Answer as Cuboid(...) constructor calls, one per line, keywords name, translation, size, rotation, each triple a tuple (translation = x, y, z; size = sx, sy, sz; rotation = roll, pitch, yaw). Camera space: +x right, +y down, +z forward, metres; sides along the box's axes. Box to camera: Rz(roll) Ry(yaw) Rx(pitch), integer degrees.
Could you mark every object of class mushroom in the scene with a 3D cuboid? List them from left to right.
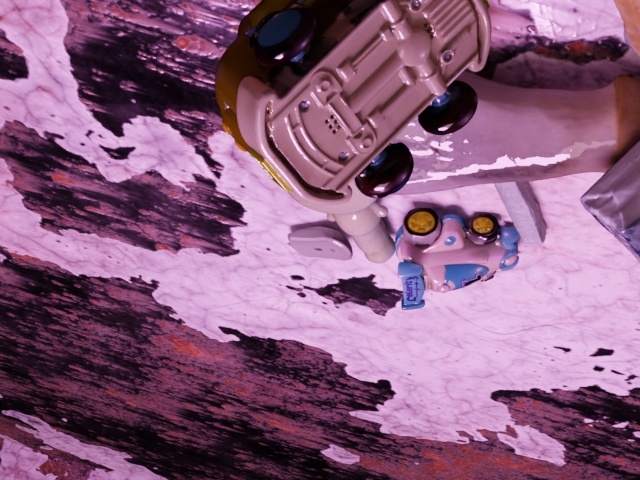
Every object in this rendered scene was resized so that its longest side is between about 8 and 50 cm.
Cuboid(name="mushroom", translation=(0.170, -0.116, 0.967), size=(0.329, 0.122, 0.159), rotation=(2, 156, 21))

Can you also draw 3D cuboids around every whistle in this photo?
Cuboid(name="whistle", translation=(0.031, -0.052, 1.186), size=(0.126, 0.067, 0.258), rotation=(-2, 147, 26))

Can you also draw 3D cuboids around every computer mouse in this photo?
Cuboid(name="computer mouse", translation=(0.000, 0.000, 1.315), size=(0.110, 0.032, 0.056), rotation=(3, 147, 39))

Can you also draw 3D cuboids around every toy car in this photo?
Cuboid(name="toy car", translation=(0.011, -0.172, 0.878), size=(0.198, 0.248, 0.204), rotation=(40, 173, 49))
Cuboid(name="toy car", translation=(0.173, 0.033, 1.218), size=(0.162, 0.098, 0.126), rotation=(4, 148, 9))

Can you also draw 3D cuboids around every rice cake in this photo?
Cuboid(name="rice cake", translation=(0.235, -0.050, 1.132), size=(0.033, 0.029, 0.170), rotation=(3, 146, 32))

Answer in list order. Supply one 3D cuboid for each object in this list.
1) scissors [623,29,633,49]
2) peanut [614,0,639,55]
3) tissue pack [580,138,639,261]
Cuboid(name="scissors", translation=(0.333, -0.169, 0.910), size=(0.058, 0.014, 0.119), rotation=(-9, 138, 36))
Cuboid(name="peanut", translation=(0.266, -0.233, 0.728), size=(0.149, 0.149, 0.313), rotation=(-12, 144, 37))
Cuboid(name="tissue pack", translation=(0.429, -0.021, 0.932), size=(0.228, 0.103, 0.316), rotation=(-45, 123, 10))
